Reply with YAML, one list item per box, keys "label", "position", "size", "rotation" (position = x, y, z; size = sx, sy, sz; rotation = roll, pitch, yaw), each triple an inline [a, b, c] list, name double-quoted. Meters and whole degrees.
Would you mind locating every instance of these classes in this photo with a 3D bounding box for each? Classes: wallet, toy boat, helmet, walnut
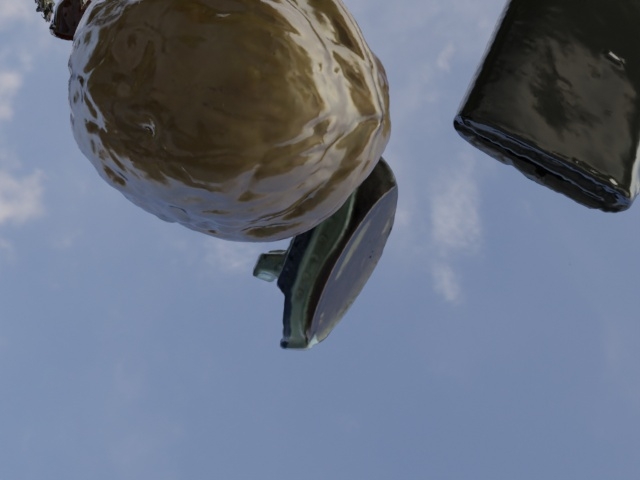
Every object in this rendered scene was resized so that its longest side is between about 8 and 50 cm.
- label: "wallet"
  position: [0.324, -0.240, 1.157]
  size: [0.228, 0.062, 0.406]
  rotation: [27, -119, -1]
- label: "toy boat"
  position: [0.000, 0.000, 1.106]
  size: [0.115, 0.114, 0.262]
  rotation: [31, -87, 31]
- label: "helmet"
  position: [-0.331, -0.318, 1.314]
  size: [0.089, 0.111, 0.057]
  rotation: [5, -63, -9]
- label: "walnut"
  position: [-0.081, -0.129, 0.867]
  size: [0.313, 0.277, 0.252]
  rotation: [16, -107, 31]

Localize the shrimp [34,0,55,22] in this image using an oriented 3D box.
- label: "shrimp"
  position: [-0.412, -0.425, 1.508]
  size: [0.124, 0.034, 0.178]
  rotation: [7, -50, 6]
